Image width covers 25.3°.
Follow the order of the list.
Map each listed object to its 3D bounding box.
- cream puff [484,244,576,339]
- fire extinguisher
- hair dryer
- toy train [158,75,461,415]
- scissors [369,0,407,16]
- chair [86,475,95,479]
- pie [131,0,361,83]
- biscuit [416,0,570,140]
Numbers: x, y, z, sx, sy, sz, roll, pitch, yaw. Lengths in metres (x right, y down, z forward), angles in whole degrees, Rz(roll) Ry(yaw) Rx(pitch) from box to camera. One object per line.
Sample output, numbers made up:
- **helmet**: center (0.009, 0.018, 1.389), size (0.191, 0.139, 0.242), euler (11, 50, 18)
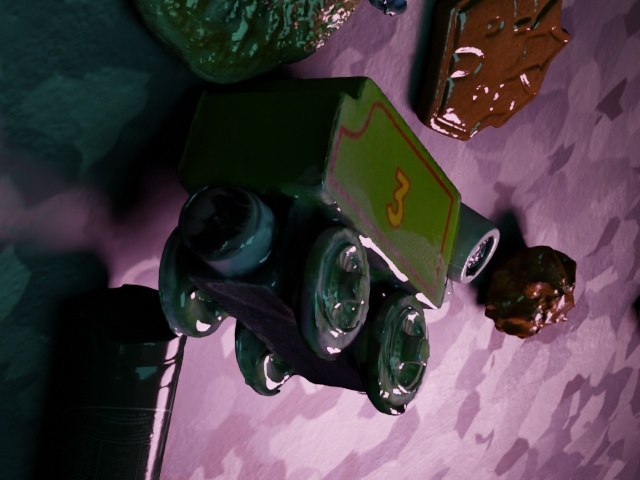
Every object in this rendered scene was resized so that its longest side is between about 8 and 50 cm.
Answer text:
- **cream puff**: center (0.249, 0.060, 1.645), size (0.116, 0.094, 0.122), euler (-6, 117, -50)
- **fire extinguisher**: center (-0.192, 0.195, 1.240), size (0.114, 0.095, 0.311), euler (3, 116, -17)
- **hair dryer**: center (0.116, 0.020, 1.455), size (0.073, 0.131, 0.236), euler (-50, 157, -15)
- **toy train**: center (0.000, 0.000, 1.207), size (0.307, 0.173, 0.249), euler (44, 54, -53)
- **scissors**: center (0.152, -0.371, 1.264), size (0.393, 0.032, 0.180), euler (-59, 144, 0)
- **chair**: center (-0.305, 0.227, 1.094), size (0.174, 0.149, 0.213), euler (16, 107, -54)
- **pie**: center (-0.048, -0.233, 1.118), size (0.240, 0.054, 0.240), euler (-26, 133, -33)
- **biscuit**: center (0.186, -0.192, 1.435), size (0.215, 0.034, 0.182), euler (-18, 129, -41)
